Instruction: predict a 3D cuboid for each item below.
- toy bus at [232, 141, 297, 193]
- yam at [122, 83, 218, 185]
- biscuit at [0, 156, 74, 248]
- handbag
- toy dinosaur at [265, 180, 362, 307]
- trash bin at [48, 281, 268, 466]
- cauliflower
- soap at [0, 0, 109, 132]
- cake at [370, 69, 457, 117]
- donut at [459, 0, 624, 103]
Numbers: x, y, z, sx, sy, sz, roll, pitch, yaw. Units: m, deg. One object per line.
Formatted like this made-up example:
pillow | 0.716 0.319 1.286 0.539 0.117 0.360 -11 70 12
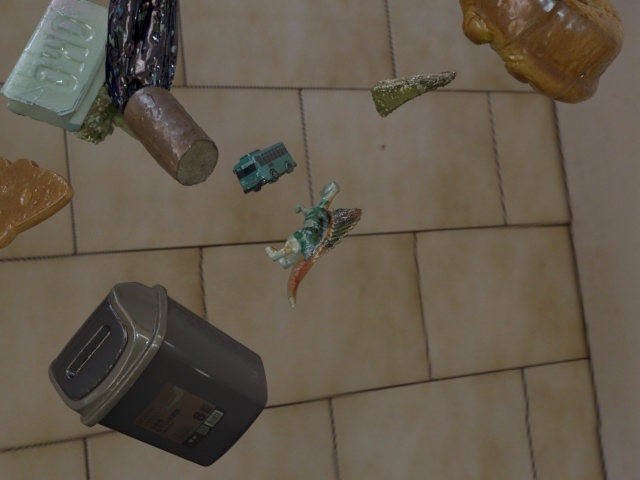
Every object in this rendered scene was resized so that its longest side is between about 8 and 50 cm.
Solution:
toy bus | -0.137 -0.178 1.926 0.092 0.079 0.160 60 34 -5
yam | -0.196 -0.139 1.050 0.084 0.084 0.127 -34 62 -24
biscuit | -0.449 -0.053 1.145 0.035 0.250 0.163 39 52 -53
handbag | -0.303 -0.339 1.351 0.113 0.162 0.260 5 98 -21
toy dinosaur | -0.002 -0.003 0.821 0.106 0.187 0.044 -33 109 3
trash bin | -0.241 0.203 1.214 0.290 0.182 0.209 34 106 -26
cauliflower | -0.462 -0.307 1.807 0.315 0.256 0.239 38 90 -7
soap | -0.497 -0.346 1.551 0.150 0.094 0.262 18 67 4
cake | 0.145 -0.246 1.255 0.055 0.140 0.051 59 37 -13
donut | 0.274 -0.278 0.994 0.226 0.114 0.227 24 38 -20
